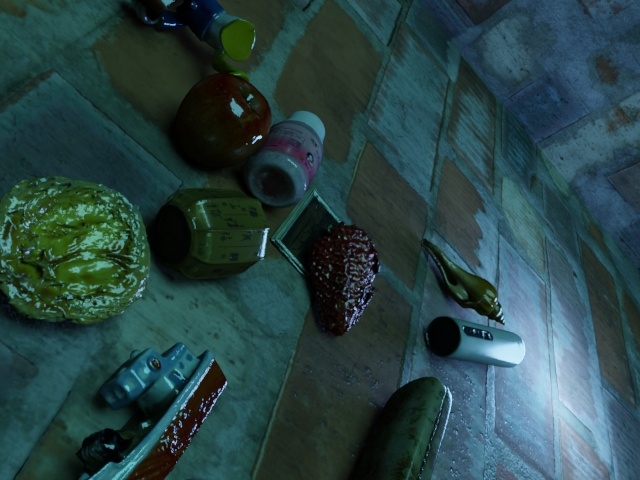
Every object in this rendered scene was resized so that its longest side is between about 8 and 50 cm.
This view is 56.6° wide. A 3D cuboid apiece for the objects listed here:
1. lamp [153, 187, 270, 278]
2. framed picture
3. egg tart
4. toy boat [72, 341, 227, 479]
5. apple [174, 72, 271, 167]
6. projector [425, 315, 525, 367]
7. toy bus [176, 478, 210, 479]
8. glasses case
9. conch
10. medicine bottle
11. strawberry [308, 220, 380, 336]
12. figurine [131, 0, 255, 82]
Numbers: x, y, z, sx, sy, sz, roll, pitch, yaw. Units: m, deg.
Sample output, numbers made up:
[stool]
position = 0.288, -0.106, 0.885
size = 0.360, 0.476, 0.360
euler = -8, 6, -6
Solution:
[lamp]
position = -0.188, -0.014, 1.053
size = 0.185, 0.161, 0.161
euler = -8, 71, -51
[framed picture]
position = 0.000, 0.000, 1.375
size = 0.197, 0.014, 0.252
euler = 49, 37, -13
[egg tart]
position = -0.368, 0.016, 0.874
size = 0.252, 0.098, 0.232
euler = -37, 100, -50
[toy boat]
position = -0.260, 0.255, 0.779
size = 0.133, 0.145, 0.332
euler = 51, 31, -10
[apple]
position = -0.193, -0.239, 1.191
size = 0.181, 0.168, 0.181
euler = 31, 40, -30
[projector]
position = 0.421, 0.276, 1.592
size = 0.337, 0.108, 0.108
euler = 18, 52, -42
[toy bus]
position = -0.154, 0.404, 0.800
size = 0.202, 0.142, 0.142
euler = 27, 47, -34
[glasses case]
position = 0.143, 0.421, 1.122
size = 0.098, 0.156, 0.425
euler = 50, 38, -9
[conch]
position = 0.405, 0.123, 1.705
size = 0.330, 0.109, 0.093
euler = 44, -6, 14
[medicine bottle]
position = -0.069, -0.190, 1.323
size = 0.147, 0.147, 0.247
euler = 45, 39, -18
[strawberry]
position = 0.066, 0.066, 1.304
size = 0.188, 0.106, 0.286
euler = 28, 47, -33
[figurine]
position = -0.295, -0.512, 1.314
size = 0.283, 0.204, 0.338
euler = 13, 43, -36
